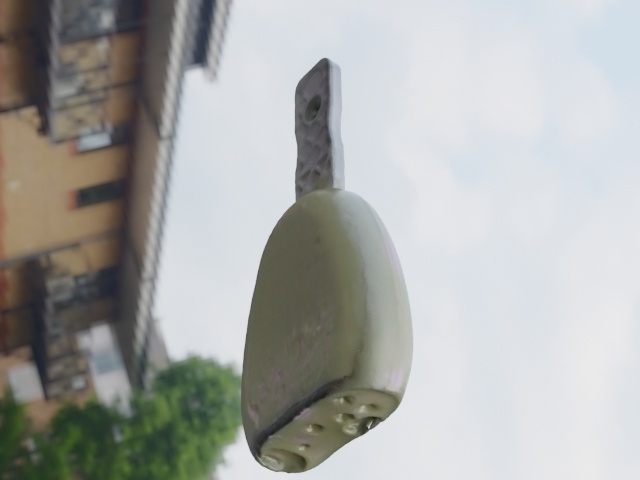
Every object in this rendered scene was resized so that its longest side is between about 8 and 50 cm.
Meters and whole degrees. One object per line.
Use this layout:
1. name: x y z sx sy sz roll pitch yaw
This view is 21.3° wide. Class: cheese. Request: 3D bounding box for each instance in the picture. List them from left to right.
1. cheese: 0.000 0.000 0.727 0.097 0.037 0.192 -40 -140 42
